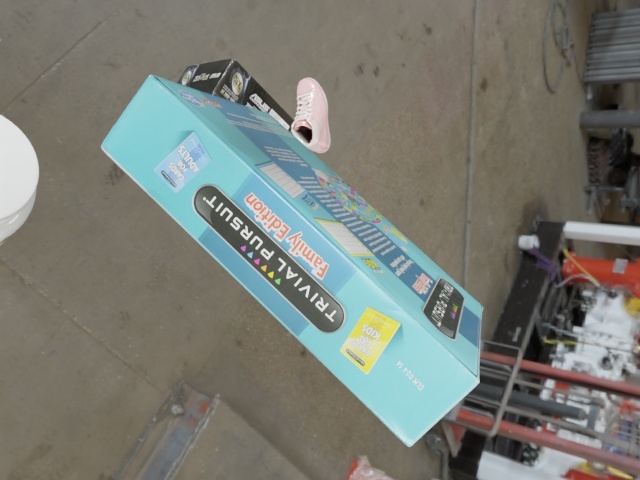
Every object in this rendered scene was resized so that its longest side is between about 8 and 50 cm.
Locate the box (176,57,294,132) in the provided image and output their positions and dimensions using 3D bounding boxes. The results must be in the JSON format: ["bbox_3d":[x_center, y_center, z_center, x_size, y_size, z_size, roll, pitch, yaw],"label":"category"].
[{"bbox_3d":[-0.162,-0.244,1.078,0.180,0.147,0.077,40,69,-40],"label":"box"}]

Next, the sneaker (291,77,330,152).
[{"bbox_3d":[-0.021,-0.218,0.991,0.070,0.051,0.134,-8,87,-62],"label":"sneaker"}]

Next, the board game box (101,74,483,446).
[{"bbox_3d":[0.000,0.000,0.550,0.079,0.336,0.254,-49,171,15],"label":"board game box"}]

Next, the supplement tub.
[{"bbox_3d":[-0.647,-0.079,1.009,0.235,0.325,0.235,17,63,-38],"label":"supplement tub"}]
